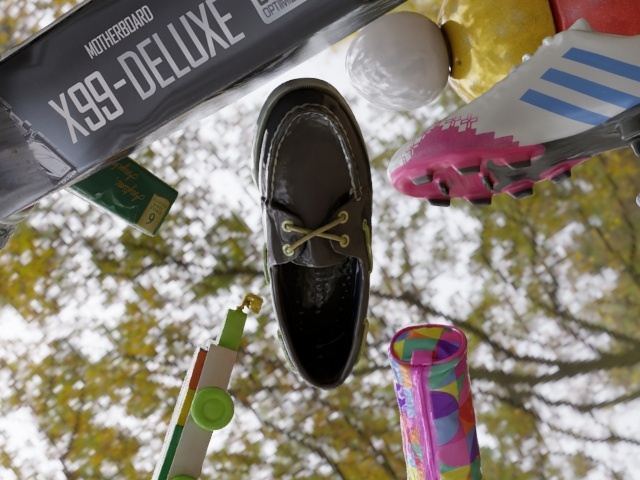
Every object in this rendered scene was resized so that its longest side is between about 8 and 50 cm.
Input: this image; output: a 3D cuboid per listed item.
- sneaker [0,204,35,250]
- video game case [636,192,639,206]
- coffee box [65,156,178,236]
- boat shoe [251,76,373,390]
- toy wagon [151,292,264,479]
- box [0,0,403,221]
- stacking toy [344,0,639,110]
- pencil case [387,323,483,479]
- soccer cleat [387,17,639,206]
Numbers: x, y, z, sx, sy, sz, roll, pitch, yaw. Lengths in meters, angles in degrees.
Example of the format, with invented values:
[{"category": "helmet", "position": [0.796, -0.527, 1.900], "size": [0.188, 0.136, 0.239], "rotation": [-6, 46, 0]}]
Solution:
[{"category": "sneaker", "position": [-0.291, -0.039, 0.973], "size": [0.170, 0.075, 0.063], "rotation": [29, -159, 8]}, {"category": "video game case", "position": [0.420, -0.014, 1.243], "size": [0.190, 0.173, 0.022], "rotation": [49, -147, -6]}, {"category": "coffee box", "position": [-0.196, -0.069, 0.928], "size": [0.184, 0.040, 0.113], "rotation": [27, 174, 31]}, {"category": "boat shoe", "position": [0.000, 0.000, 0.911], "size": [0.069, 0.081, 0.228], "rotation": [-101, 5, -54]}, {"category": "toy wagon", "position": [-0.161, 0.230, 1.813], "size": [0.068, 0.267, 0.344], "rotation": [18, -93, -6]}, {"category": "box", "position": [-0.045, -0.130, 0.782], "size": [0.076, 0.242, 0.307], "rotation": [60, -155, -6]}, {"category": "stacking toy", "position": [0.260, -0.252, 1.608], "size": [0.479, 0.351, 0.351], "rotation": [-11, -119, -7]}, {"category": "pencil case", "position": [0.140, 0.216, 1.597], "size": [0.104, 0.104, 0.236], "rotation": [-51, -43, -55]}, {"category": "soccer cleat", "position": [0.220, -0.132, 1.307], "size": [0.116, 0.331, 0.143], "rotation": [37, -138, -60]}]
